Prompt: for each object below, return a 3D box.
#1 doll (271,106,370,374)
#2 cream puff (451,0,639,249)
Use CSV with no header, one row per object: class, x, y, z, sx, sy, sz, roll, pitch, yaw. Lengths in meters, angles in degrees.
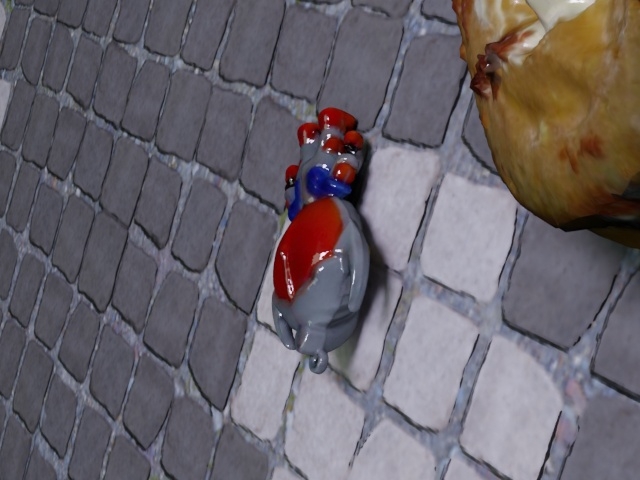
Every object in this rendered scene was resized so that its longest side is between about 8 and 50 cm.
doll,0.000,0.001,0.814,0.104,0.062,0.194,-17,58,33
cream puff,0.155,-0.108,0.524,0.240,0.164,0.239,180,90,-71
